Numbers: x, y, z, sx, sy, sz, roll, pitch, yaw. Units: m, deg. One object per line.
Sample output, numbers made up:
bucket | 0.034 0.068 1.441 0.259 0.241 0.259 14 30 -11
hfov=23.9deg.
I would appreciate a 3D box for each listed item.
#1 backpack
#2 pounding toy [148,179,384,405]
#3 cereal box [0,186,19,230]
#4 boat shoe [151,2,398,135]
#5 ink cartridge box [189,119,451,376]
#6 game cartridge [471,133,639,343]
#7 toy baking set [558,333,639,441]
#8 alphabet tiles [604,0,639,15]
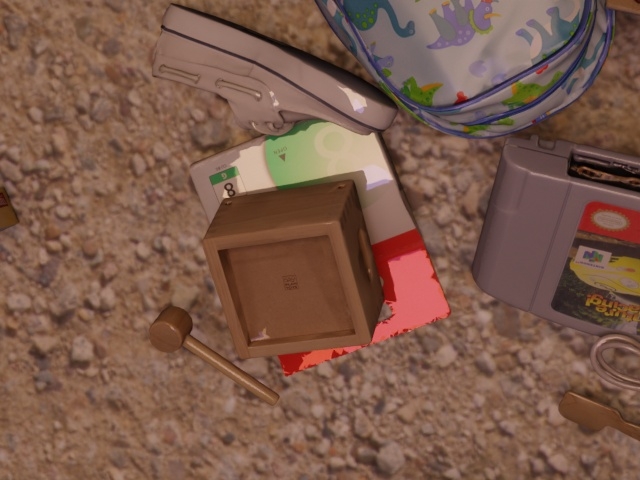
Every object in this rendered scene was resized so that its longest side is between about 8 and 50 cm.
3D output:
backpack | 0.106 -0.257 1.293 0.290 0.273 0.356 -25 106 5
pounding toy | -0.052 0.053 1.385 0.206 0.094 0.181 -8 117 16
cereal box | -0.424 0.017 1.430 0.240 0.173 0.047 -24 91 10
boat shoe | -0.045 -0.137 1.373 0.258 0.095 0.084 28 103 32
ink cartridge box | 0.000 0.000 1.421 0.181 0.056 0.225 -21 91 11
game cartridge | 0.286 0.015 1.319 0.294 0.196 0.060 13 54 5
toy baking set | 0.352 0.133 1.353 0.256 0.030 0.197 -34 107 34
alphabet tiles | 0.407 -0.229 1.254 0.342 0.011 0.285 12 68 -6
